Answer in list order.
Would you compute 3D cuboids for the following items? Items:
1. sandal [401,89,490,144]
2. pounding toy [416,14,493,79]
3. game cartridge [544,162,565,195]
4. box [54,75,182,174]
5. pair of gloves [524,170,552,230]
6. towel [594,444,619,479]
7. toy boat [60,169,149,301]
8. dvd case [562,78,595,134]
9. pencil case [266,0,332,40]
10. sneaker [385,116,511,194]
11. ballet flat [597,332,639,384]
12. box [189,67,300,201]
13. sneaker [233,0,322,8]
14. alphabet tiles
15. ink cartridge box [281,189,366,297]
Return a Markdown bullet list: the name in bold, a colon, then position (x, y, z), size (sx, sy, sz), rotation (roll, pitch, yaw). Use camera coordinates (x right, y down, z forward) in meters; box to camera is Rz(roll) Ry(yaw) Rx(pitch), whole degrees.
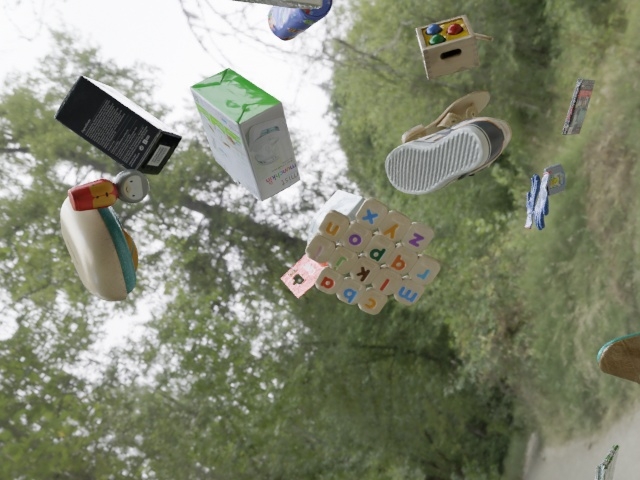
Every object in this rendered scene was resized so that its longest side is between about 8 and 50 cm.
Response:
- **sandal**: position (0.318, -0.269, 1.636), size (0.088, 0.240, 0.079), rotation (36, -147, -51)
- **pounding toy**: position (0.333, -0.508, 1.652), size (0.206, 0.181, 0.094), rotation (-92, -15, -49)
- **game cartridge**: position (0.648, -0.168, 1.843), size (0.056, 0.017, 0.083), rotation (-21, -65, -9)
- **box**: position (-0.422, -0.238, 1.413), size (0.108, 0.207, 0.153), rotation (-55, -1, 6)
- **pair of gloves**: position (0.592, -0.106, 1.819), size (0.198, 0.023, 0.159), rotation (-1, -79, -87)
- **towel**: position (0.630, 0.526, 1.484), size (0.152, 0.023, 0.113), rotation (-7, -72, -56)
- **toy boat**: position (-0.436, -0.024, 1.380), size (0.148, 0.267, 0.318), rotation (-18, -25, -29)
- **dvd case**: position (0.554, -0.286, 1.434), size (0.087, 0.013, 0.119), rotation (-15, -60, -50)
- **pencil case**: position (-0.070, -0.726, 2.111), size (0.119, 0.306, 0.133), rotation (2, -88, -23)
- **sneaker**: position (0.279, -0.183, 1.463), size (0.127, 0.321, 0.126), rotation (-25, -82, -31)
- **ballet flat**: position (0.732, 0.260, 1.378), size (0.343, 0.124, 0.116), rotation (6, -61, -28)
- **box**: position (-0.187, -0.261, 1.643), size (0.127, 0.262, 0.231), rotation (-32, -46, -18)
- **sneaker**: position (-0.091, -0.460, 1.059), size (0.282, 0.102, 0.161), rotation (-26, -58, -59)
- **alphabet tiles**: position (0.117, 0.040, 1.504), size (0.278, 0.284, 0.021), rotation (-60, 7, 33)
- **ink cartridge box**: position (0.000, 0.000, 2.285), size (0.385, 0.091, 0.308), rotation (-46, 17, -3)
